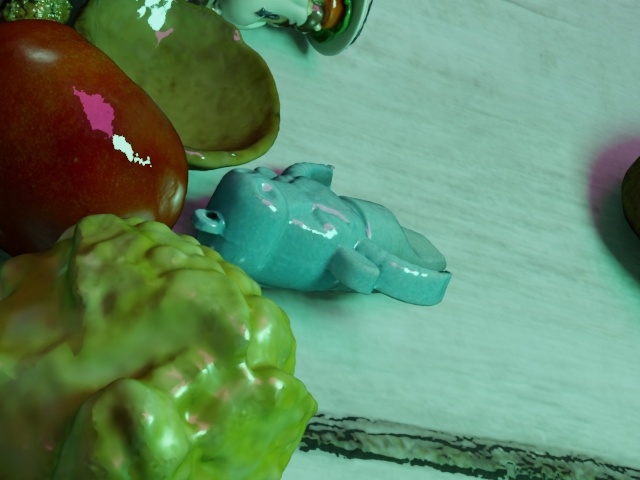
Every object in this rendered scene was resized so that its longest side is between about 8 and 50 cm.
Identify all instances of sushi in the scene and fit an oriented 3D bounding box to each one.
[{"bbox_3d":[-0.223,-0.179,1.490,0.061,0.060,0.118,29,29,-24],"label":"sushi"}]

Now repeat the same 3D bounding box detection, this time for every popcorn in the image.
[{"bbox_3d":[-0.129,0.095,1.222,0.256,0.195,0.255,4,53,-2],"label":"popcorn"}]

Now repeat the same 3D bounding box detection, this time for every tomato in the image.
[{"bbox_3d":[-0.188,-0.061,1.332,0.195,0.195,0.136,46,69,-4],"label":"tomato"}]

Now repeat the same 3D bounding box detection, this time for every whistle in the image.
[{"bbox_3d":[0.000,0.000,1.547,0.274,0.093,0.186,9,26,-45],"label":"whistle"}]

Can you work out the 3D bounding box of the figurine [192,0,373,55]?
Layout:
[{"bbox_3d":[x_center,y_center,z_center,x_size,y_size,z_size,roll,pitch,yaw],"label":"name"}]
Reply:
[{"bbox_3d":[-0.046,-0.234,1.699,0.154,0.132,0.132,1,57,-29],"label":"figurine"}]

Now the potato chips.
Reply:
[{"bbox_3d":[-0.126,-0.126,1.543,0.195,0.062,0.208,-13,56,-46],"label":"potato chips"}]

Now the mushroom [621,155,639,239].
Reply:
[{"bbox_3d":[0.447,0.023,1.923,0.345,0.259,0.345,25,17,-8],"label":"mushroom"}]
